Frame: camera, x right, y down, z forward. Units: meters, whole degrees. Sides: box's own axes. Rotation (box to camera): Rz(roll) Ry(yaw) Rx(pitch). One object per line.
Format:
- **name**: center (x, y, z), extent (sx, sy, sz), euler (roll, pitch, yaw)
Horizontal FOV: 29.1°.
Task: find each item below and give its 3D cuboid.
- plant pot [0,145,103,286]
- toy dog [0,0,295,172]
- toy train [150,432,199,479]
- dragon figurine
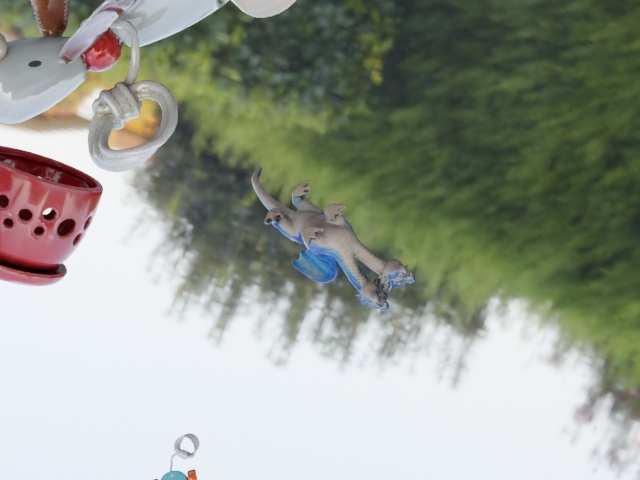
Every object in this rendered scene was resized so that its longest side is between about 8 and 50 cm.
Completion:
- **plant pot**: center (-0.439, -0.032, 1.843), extent (0.191, 0.174, 0.191), euler (18, -170, -3)
- **toy dog**: center (-0.166, -0.240, 1.089), extent (0.220, 0.334, 0.161), euler (25, 154, 32)
- **toy train**: center (-0.123, 0.314, 1.486), extent (0.166, 0.125, 0.046), euler (35, 169, 9)
- **dragon figurine**: center (0.000, 0.000, 1.677), extent (0.289, 0.085, 0.144), euler (26, 158, 44)
